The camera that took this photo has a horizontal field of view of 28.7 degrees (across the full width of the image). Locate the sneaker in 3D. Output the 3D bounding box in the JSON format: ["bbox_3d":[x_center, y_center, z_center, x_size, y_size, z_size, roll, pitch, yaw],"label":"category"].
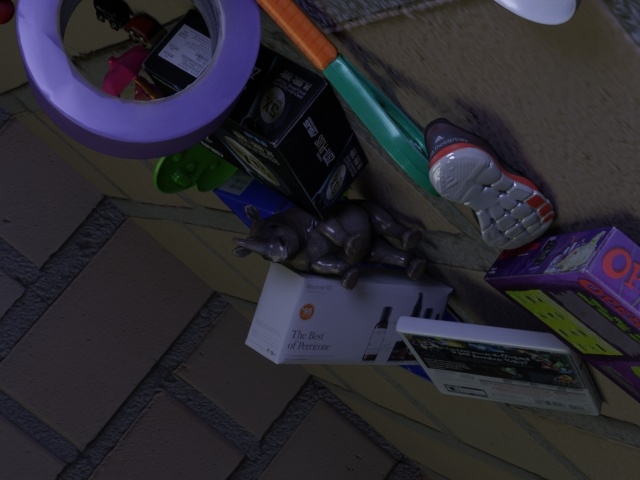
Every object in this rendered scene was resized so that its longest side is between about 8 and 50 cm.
[{"bbox_3d":[0.131,-0.049,0.970,0.158,0.061,0.064,40,-155,-48],"label":"sneaker"}]

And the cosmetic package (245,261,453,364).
[{"bbox_3d":[0.037,0.081,1.350,0.239,0.098,0.060,5,-165,-45],"label":"cosmetic package"}]

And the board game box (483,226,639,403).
[{"bbox_3d":[0.308,0.116,1.006,0.347,0.056,0.208,38,173,-9],"label":"board game box"}]

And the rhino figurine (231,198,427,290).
[{"bbox_3d":[0.000,0.000,1.251,0.106,0.073,0.243,31,-158,37],"label":"rhino figurine"}]

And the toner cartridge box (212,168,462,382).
[{"bbox_3d":[0.037,0.037,1.509,0.348,0.075,0.165,46,169,-30],"label":"toner cartridge box"}]

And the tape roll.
[{"bbox_3d":[-0.145,-0.164,1.004,0.189,0.189,0.080,40,168,-4],"label":"tape roll"}]

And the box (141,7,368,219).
[{"bbox_3d":[-0.061,-0.120,1.195,0.180,0.077,0.147,33,168,28],"label":"box"}]

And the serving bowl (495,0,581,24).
[{"bbox_3d":[0.107,-0.152,0.659,0.083,0.027,0.083,37,168,9],"label":"serving bowl"}]

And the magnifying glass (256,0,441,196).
[{"bbox_3d":[0.025,-0.124,0.987,0.231,0.026,0.092,45,-165,-10],"label":"magnifying glass"}]

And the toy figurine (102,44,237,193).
[{"bbox_3d":[-0.174,-0.147,1.412,0.159,0.130,0.173,48,-179,18],"label":"toy figurine"}]

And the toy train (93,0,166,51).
[{"bbox_3d":[-0.185,-0.222,1.325,0.158,0.027,0.036,34,157,27],"label":"toy train"}]

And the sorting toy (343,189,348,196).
[{"bbox_3d":[0.003,-0.077,1.328,0.062,0.012,0.083,25,160,34],"label":"sorting toy"}]

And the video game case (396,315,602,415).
[{"bbox_3d":[0.196,0.136,1.353,0.190,0.022,0.173,5,153,27],"label":"video game case"}]

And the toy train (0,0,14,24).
[{"bbox_3d":[-0.312,-0.233,0.912,0.143,0.105,0.248,35,-160,7],"label":"toy train"}]
